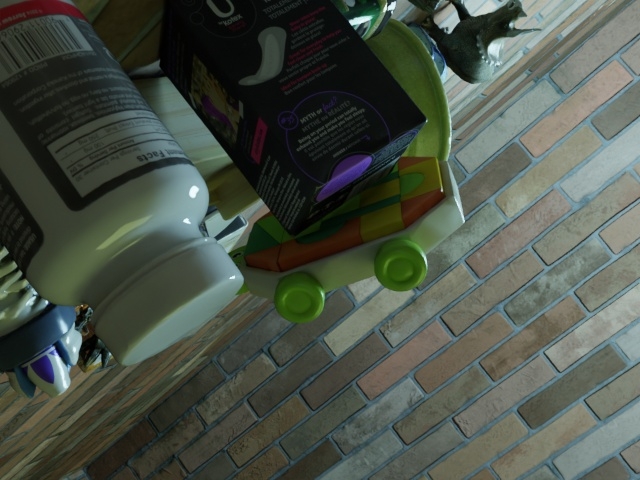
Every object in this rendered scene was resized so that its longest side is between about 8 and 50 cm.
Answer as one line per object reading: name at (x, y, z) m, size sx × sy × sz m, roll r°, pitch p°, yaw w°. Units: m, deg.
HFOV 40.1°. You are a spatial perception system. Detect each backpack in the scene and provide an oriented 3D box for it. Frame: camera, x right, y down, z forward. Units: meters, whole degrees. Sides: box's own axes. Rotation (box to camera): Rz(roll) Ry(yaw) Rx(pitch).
backpack at (0.162, -0.309, 1.533) m, size 0.105 × 0.114 × 0.084 m, roll -38°, pitch 170°, yaw 5°

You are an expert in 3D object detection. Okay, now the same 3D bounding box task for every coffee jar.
coffee jar at (0.016, -0.299, 1.166) m, size 0.184 × 0.079 × 0.096 m, roll -29°, pitch 165°, yaw -39°

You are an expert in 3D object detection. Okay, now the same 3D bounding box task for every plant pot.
plant pot at (0.011, -0.171, 1.316) m, size 0.254 × 0.276 × 0.276 m, roll -20°, pitch 164°, yaw -24°

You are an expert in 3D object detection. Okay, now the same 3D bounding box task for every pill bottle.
pill bottle at (-0.211, -0.054, 0.780) m, size 0.176 × 0.318 × 0.176 m, roll -36°, pitch 171°, yaw -7°

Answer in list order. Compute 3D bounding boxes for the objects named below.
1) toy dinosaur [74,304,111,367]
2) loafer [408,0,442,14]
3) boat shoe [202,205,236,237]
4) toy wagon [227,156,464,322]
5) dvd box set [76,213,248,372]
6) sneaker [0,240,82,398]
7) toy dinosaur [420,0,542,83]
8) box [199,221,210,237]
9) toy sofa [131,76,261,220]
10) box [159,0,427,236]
toy dinosaur at (-0.357, 0.074, 1.402) m, size 0.322 × 0.164 × 0.218 m, roll -12°, pitch 141°, yaw -40°
loafer at (0.206, -0.406, 1.399) m, size 0.170 × 0.061 × 0.062 m, roll -33°, pitch 169°, yaw -27°
boat shoe at (-0.179, -0.073, 1.522) m, size 0.254 × 0.079 × 0.095 m, roll -40°, pitch 169°, yaw 3°
toy wagon at (0.000, 0.000, 1.059) m, size 0.345 × 0.068 × 0.267 m, roll -19°, pitch -157°, yaw 12°
dvd box set at (-0.343, 0.107, 1.831) m, size 0.308 × 0.062 × 0.420 m, roll -31°, pitch 168°, yaw -36°
sneaker at (-0.370, 0.075, 1.057) m, size 0.130 × 0.236 × 0.323 m, roll -35°, pitch 170°, yaw -17°
toy dinosaur at (0.270, -0.347, 1.612) m, size 0.121 × 0.160 × 0.313 m, roll -35°, pitch 169°, yaw -13°
box at (-0.247, 0.005, 1.149) m, size 0.207 × 0.114 × 0.036 m, roll 4°, pitch 114°, yaw -19°
toy sofa at (-0.211, -0.095, 1.071) m, size 0.150 × 0.177 × 0.363 m, roll -33°, pitch 175°, yaw 36°
box at (-0.038, -0.170, 0.997) m, size 0.165 × 0.270 × 0.143 m, roll -33°, pitch 170°, yaw -23°
